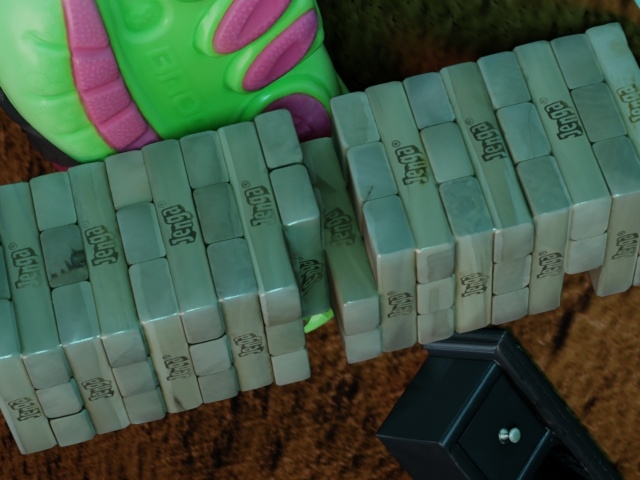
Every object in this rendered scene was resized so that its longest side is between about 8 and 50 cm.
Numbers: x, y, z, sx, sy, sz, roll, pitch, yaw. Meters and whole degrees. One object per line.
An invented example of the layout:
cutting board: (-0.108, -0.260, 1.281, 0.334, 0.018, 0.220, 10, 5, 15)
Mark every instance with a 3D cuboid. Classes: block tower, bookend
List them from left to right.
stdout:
block tower: (0.000, 0.000, 0.822, 0.097, 0.335, 0.091, 84, 171, -58)
bookend: (0.090, 0.160, 1.124, 0.072, 0.156, 0.157, 0, 136, 51)

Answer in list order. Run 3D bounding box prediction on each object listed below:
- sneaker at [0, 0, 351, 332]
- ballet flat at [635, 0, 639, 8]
sneaker: (-0.076, -0.075, 0.969, 0.202, 0.185, 0.483, 57, 169, 29)
ballet flat: (0.097, -0.185, 0.649, 0.086, 0.086, 0.248, -1, 137, 51)
